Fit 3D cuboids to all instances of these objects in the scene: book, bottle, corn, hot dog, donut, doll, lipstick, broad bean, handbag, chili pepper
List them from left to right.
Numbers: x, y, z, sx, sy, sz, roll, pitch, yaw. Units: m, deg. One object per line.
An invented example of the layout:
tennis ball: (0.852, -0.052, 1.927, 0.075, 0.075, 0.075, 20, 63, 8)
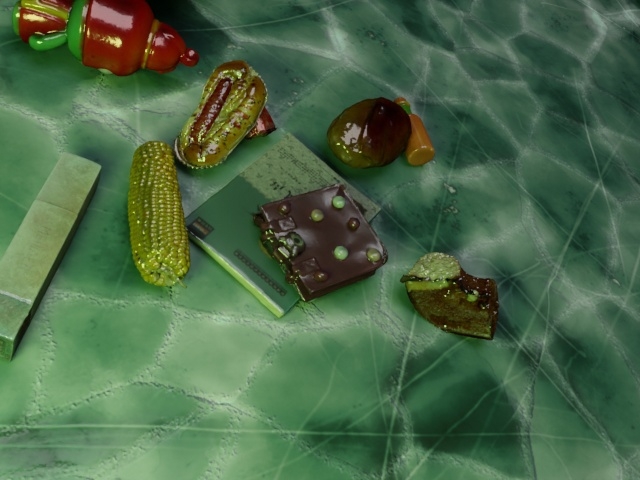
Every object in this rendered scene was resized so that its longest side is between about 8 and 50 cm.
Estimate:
lipstick: (-0.456, 0.013, 1.207, 0.076, 0.079, 0.371, 21, 48, -10)
doll: (-0.421, -0.423, 1.499, 0.363, 0.160, 0.182, 17, 48, -16)
corn: (-0.292, -0.047, 1.323, 0.102, 0.101, 0.310, 1, 56, -27)
hot dog: (-0.199, -0.246, 1.485, 0.131, 0.069, 0.252, 27, 74, 6)
chili pepper: (-0.169, -0.294, 1.581, 0.084, 0.086, 0.192, -32, 82, -11)
book: (-0.069, -0.044, 1.479, 0.264, 0.031, 0.379, 40, 48, 4)
handbag: (0.002, -0.002, 1.416, 0.216, 0.074, 0.203, -17, 67, -35)
broad bean: (0.108, -0.233, 1.656, 0.228, 0.122, 0.156, -37, 95, -35)
bottle: (0.213, -0.265, 1.770, 0.069, 0.069, 0.187, 4, 51, -25)
donut: (0.264, 0.107, 1.490, 0.187, 0.144, 0.126, 10, 38, 19)
